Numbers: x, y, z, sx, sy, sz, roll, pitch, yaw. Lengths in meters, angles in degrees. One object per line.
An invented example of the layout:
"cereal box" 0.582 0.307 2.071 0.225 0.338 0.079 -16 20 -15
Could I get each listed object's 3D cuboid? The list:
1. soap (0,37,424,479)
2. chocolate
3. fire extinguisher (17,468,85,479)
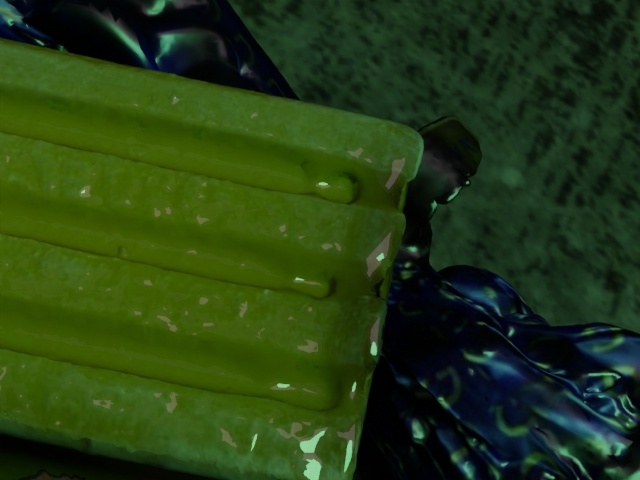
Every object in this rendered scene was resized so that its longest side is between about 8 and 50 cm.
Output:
"soap" -0.092 0.009 0.635 0.232 0.073 0.140 12 59 1
"chocolate" -0.003 -0.003 0.755 0.343 0.126 0.148 41 82 10
"fire extinguisher" -0.043 0.239 0.549 0.147 0.106 0.337 14 47 -58
